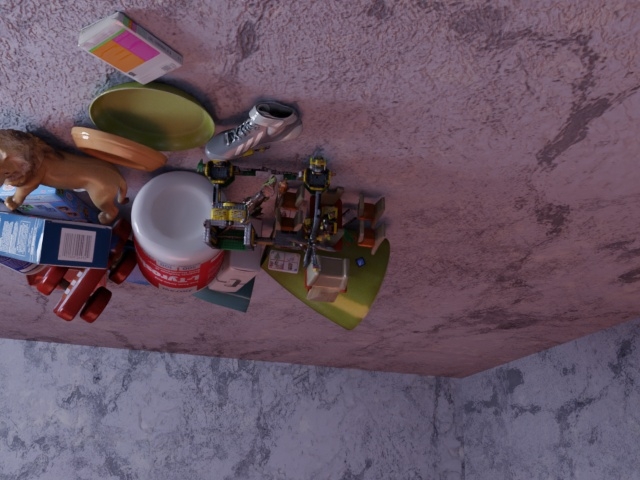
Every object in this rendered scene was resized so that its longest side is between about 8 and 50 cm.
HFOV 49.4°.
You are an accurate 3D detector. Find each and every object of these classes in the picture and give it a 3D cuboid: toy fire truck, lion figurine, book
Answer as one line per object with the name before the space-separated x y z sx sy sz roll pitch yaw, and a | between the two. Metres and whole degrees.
toy fire truck | -0.572 0.073 1.772 0.169 0.302 0.254 39 159 -19
lion figurine | -0.573 -0.148 1.558 0.392 0.142 0.240 1 157 -39
book | -0.318 -0.321 1.177 0.096 0.035 0.144 -14 154 30

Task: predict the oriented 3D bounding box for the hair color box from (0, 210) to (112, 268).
hair color box | -0.669 -0.007 1.654 0.347 0.105 0.174 7 178 40

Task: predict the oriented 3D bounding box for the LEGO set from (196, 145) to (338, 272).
LEGO set | -0.116 -0.080 1.482 0.332 0.254 0.192 12 174 -1

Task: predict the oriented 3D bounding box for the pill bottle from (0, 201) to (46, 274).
pill bottle | -0.850 -0.015 1.864 0.153 0.153 0.264 -4 158 17

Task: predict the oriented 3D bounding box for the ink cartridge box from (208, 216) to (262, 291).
ink cartridge box | -0.240 0.040 1.938 0.092 0.158 0.218 10 158 -23

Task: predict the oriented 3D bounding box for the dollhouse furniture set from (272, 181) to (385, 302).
dollhouse furniture set | 0.012 0.002 1.677 0.262 0.259 0.135 7 149 -10

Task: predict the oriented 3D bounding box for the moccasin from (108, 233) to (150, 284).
moccasin | -0.579 0.018 1.981 0.342 0.116 0.137 25 116 -21

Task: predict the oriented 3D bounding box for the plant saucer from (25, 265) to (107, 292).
plant saucer | -0.854 0.113 2.351 0.259 0.047 0.258 7 158 -16

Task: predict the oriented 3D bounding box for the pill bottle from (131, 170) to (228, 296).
pill bottle | -0.353 0.006 1.762 0.229 0.229 0.407 6 159 -10

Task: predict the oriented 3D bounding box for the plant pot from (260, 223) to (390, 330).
plant pot | -0.004 0.063 1.893 0.294 0.274 0.275 24 155 -10

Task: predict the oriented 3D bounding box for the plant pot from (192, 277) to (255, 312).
plant pot | -0.316 0.097 2.112 0.234 0.165 0.165 13 158 -7

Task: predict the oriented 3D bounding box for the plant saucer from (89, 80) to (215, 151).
plant saucer | -0.326 -0.246 1.366 0.241 0.037 0.241 2 159 1

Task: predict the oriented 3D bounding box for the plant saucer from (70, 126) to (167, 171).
plant saucer | -0.420 -0.184 1.447 0.200 0.037 0.200 15 176 1

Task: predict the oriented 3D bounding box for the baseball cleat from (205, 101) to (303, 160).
baseball cleat | -0.141 -0.222 1.367 0.206 0.072 0.109 -17 150 5

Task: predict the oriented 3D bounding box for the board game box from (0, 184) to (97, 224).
board game box | -0.704 -0.091 1.809 0.160 0.039 0.211 -2 159 10

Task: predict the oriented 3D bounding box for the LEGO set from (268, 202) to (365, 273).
LEGO set | 0.000 0.000 1.782 0.244 0.182 0.060 7 179 1
